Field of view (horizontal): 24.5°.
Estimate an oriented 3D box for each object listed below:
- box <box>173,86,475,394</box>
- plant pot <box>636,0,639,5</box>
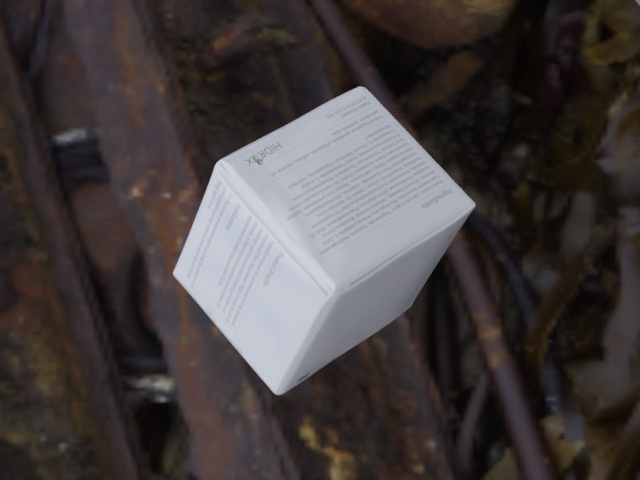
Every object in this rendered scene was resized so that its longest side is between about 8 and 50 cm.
[{"bbox_3d":[0.000,0.000,0.720,0.087,0.102,0.101,49,145,16],"label":"box"},{"bbox_3d":[0.190,-0.161,0.685,0.110,0.237,0.237,-37,60,25],"label":"plant pot"}]
